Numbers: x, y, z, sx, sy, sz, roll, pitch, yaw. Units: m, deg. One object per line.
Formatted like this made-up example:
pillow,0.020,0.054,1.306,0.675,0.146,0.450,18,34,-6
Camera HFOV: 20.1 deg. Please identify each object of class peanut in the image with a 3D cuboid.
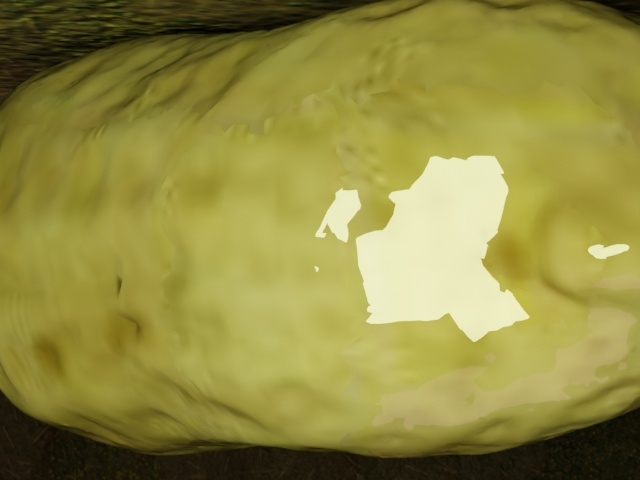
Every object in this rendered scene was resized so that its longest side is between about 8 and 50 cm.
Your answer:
peanut,0.000,0.000,0.682,0.192,0.170,0.387,-2,180,-42
